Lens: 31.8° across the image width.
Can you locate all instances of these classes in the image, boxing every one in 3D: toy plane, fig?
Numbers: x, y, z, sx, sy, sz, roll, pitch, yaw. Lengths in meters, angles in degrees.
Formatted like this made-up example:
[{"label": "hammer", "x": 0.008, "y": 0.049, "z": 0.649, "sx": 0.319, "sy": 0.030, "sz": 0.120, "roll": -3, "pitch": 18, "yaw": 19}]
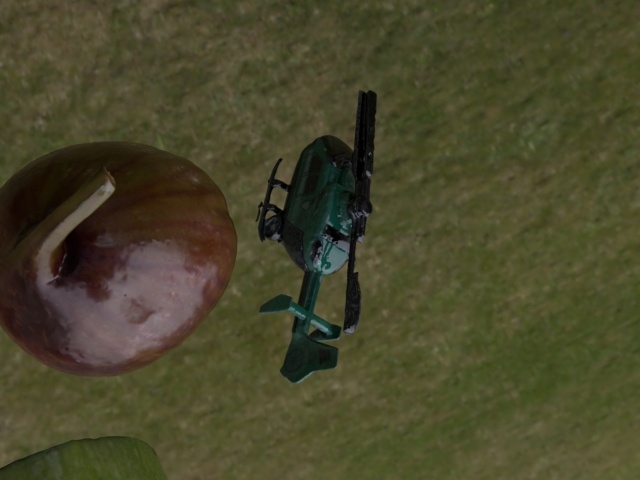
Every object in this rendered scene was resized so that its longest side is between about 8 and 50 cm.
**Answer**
[{"label": "toy plane", "x": 0.000, "y": 0.000, "z": 1.410, "sx": 0.106, "sy": 0.382, "sz": 0.155, "roll": 33, "pitch": 149, "yaw": -35}, {"label": "fig", "x": -0.159, "y": 0.009, "z": 0.749, "sx": 0.175, "sy": 0.175, "sz": 0.207, "roll": -32, "pitch": 170, "yaw": 16}]

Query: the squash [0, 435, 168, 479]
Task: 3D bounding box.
[{"label": "squash", "x": -0.077, "y": 0.243, "z": 0.495, "sx": 0.137, "sy": 0.288, "sz": 0.137, "roll": -24, "pitch": 154, "yaw": -12}]
